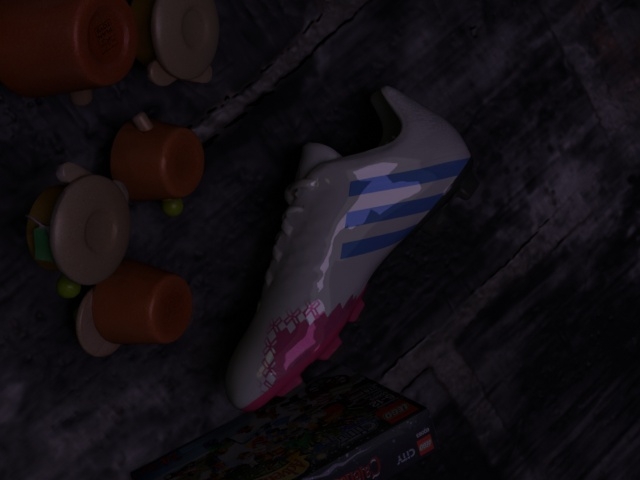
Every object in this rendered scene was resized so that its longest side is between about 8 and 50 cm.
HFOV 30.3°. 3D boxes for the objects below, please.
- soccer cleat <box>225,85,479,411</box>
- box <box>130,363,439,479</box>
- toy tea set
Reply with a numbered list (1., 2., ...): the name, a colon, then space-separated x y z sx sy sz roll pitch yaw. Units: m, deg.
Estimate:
1. soccer cleat: 0.000 0.000 1.080 0.143 0.116 0.331 44 74 -11
2. box: -0.033 0.196 1.055 0.233 0.159 0.044 -25 110 -23
3. toy tea set: -0.191 -0.067 0.973 0.200 0.124 0.336 -2 97 -58
